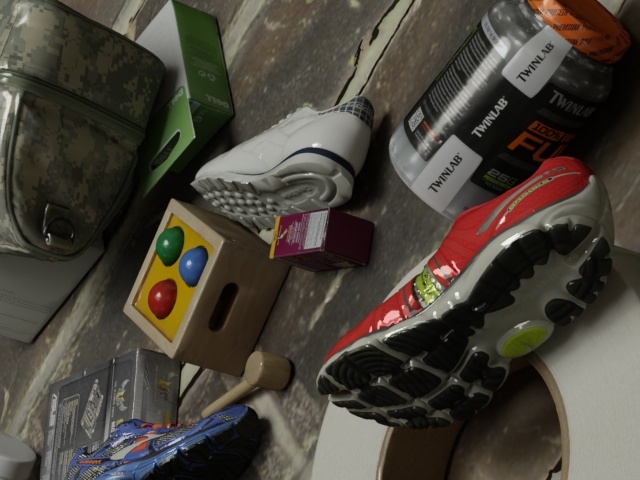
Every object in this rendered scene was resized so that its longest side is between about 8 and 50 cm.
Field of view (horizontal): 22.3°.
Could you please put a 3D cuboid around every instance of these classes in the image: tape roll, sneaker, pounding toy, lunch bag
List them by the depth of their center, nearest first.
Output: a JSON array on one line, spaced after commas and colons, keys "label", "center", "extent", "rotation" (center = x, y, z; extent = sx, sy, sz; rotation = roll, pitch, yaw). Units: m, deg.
[{"label": "sneaker", "center": [0.109, 0.041, 1.188], "extent": [0.279, 0.107, 0.118], "rotation": [-38, 27, 33]}, {"label": "tape roll", "center": [0.134, 0.178, 1.212], "extent": [0.392, 0.072, 0.392], "rotation": [-28, 53, 46]}, {"label": "sneaker", "center": [-0.158, 0.201, 1.547], "extent": [0.221, 0.083, 0.087], "rotation": [-24, 54, 15]}, {"label": "sneaker", "center": [-0.034, -0.076, 1.567], "extent": [0.235, 0.090, 0.095], "rotation": [-9, 53, 49]}, {"label": "pounding toy", "center": [-0.110, 0.082, 1.572], "extent": [0.206, 0.094, 0.181], "rotation": [35, 103, 55]}, {"label": "lunch bag", "center": [-0.342, -0.107, 1.740], "extent": [0.305, 0.212, 0.256], "rotation": [5, 74, 43]}]

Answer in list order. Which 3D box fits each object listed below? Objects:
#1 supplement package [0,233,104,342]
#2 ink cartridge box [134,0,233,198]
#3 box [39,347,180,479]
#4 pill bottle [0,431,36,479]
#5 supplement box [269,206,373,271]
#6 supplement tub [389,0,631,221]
[{"label": "supplement package", "center": [-0.348, 0.017, 1.920], "extent": [0.179, 0.105, 0.105], "rotation": [-47, 39, 29]}, {"label": "ink cartridge box", "center": [-0.154, -0.148, 1.769], "extent": [0.109, 0.062, 0.209], "rotation": [-44, 43, 34]}, {"label": "box", "center": [-0.225, 0.243, 1.686], "extent": [0.183, 0.056, 0.231], "rotation": [-24, 56, 45]}, {"label": "pill bottle", "center": [-0.393, 0.310, 1.841], "extent": [0.108, 0.108, 0.180], "rotation": [35, 103, 55]}, {"label": "supplement box", "center": [0.000, 0.000, 1.493], "extent": [0.083, 0.055, 0.043], "rotation": [-8, 68, 52]}, {"label": "supplement tub", "center": [0.150, -0.111, 1.284], "extent": [0.190, 0.117, 0.117], "rotation": [-52, 39, 26]}]
